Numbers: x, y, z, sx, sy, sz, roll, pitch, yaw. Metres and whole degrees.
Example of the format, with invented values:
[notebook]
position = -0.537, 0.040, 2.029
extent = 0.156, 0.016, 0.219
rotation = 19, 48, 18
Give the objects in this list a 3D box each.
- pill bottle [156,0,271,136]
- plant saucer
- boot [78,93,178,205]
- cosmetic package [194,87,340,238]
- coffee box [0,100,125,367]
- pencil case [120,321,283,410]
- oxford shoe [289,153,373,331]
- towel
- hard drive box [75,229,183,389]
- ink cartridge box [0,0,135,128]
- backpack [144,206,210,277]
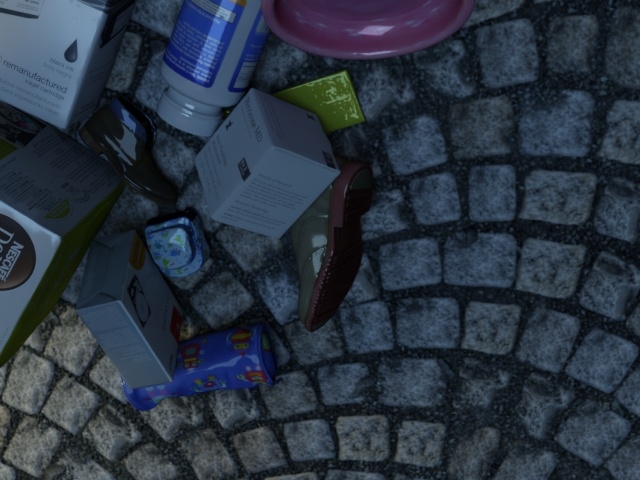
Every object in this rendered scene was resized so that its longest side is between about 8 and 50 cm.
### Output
[pill bottle]
position = -0.179, -0.320, 1.631
extent = 0.152, 0.152, 0.272
rotation = 25, 112, -2
[plant saucer]
position = 0.073, -0.393, 1.515
extent = 0.332, 0.332, 0.084
rotation = -4, 73, 9
[boot]
position = -0.325, -0.162, 1.748
extent = 0.219, 0.082, 0.106
rotation = 40, 113, -6
[cosmetic package]
position = -0.093, -0.128, 1.648
extent = 0.151, 0.151, 0.183
rotation = 16, 129, -38
[coffee box]
position = -0.597, -0.020, 1.701
extent = 0.334, 0.338, 0.337
rotation = 32, 112, -5
[pencil case]
position = -0.226, 0.245, 1.869
extent = 0.306, 0.119, 0.133
rotation = -13, 146, 12
[oxford shoe]
position = 0.000, 0.000, 1.766
extent = 0.130, 0.123, 0.348
rotation = 25, 116, 26
[towel]
position = -0.047, -0.222, 1.722
extent = 0.237, 0.021, 0.102
rotation = -17, 113, 13
[hard drive box]
position = -0.342, 0.127, 1.765
extent = 0.089, 0.181, 0.232
rotation = -12, 134, 11
[ink cartridge box]
position = -0.466, -0.433, 1.620
extent = 0.285, 0.166, 0.395
rotation = 25, 111, -2
[backpack]
position = -0.267, 0.012, 1.804
extent = 0.105, 0.084, 0.114
rotation = -14, 111, 16
